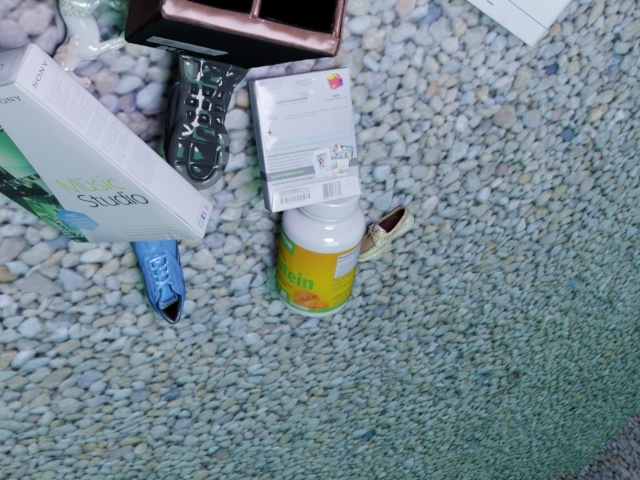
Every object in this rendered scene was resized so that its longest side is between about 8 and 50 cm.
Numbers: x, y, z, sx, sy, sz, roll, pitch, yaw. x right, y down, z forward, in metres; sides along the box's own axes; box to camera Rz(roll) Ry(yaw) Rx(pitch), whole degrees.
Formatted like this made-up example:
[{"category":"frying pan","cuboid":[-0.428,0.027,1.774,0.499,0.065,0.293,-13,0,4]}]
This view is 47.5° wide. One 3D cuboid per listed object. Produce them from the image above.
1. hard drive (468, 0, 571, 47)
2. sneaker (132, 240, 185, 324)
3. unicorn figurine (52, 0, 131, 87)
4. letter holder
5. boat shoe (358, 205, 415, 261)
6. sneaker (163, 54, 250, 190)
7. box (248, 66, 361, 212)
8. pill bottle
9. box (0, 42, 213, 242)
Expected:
[{"category":"hard drive","cuboid":[0.322,-0.458,0.961,0.233,0.047,0.353,22,119,-32]},{"category":"sneaker","cuboid":[-0.248,0.050,1.146,0.069,0.082,0.209,-16,138,-14]},{"category":"unicorn figurine","cuboid":[-0.269,-0.240,0.848,0.111,0.060,0.162,-17,123,-15]},{"category":"letter holder","cuboid":[-0.085,-0.292,0.702,0.152,0.302,0.214,7,98,-21]},{"category":"boat shoe","cuboid":[0.109,-0.016,1.330,0.135,0.050,0.045,-39,138,-5]},{"category":"sneaker","cuboid":[-0.154,-0.203,0.930,0.101,0.106,0.267,9,107,-32]},{"category":"box","cuboid":[-0.020,-0.145,1.044,0.145,0.038,0.186,-13,108,-21]},{"category":"pill bottle","cuboid":[0.000,0.000,1.203,0.136,0.136,0.245,-13,138,-21]},{"category":"box","cuboid":[-0.313,-0.094,0.870,0.232,0.058,0.322,-2,150,29]}]
